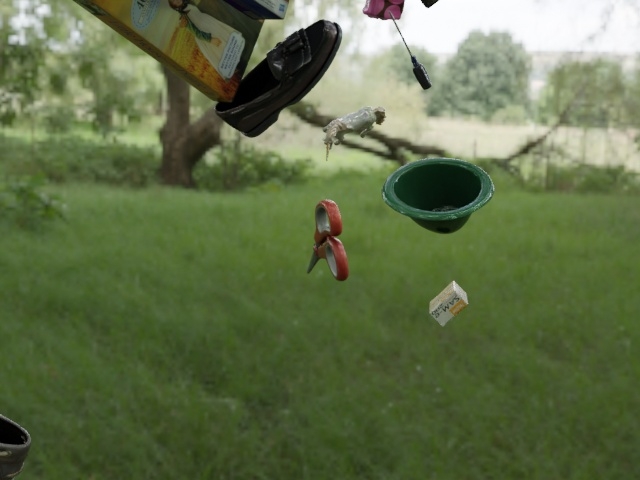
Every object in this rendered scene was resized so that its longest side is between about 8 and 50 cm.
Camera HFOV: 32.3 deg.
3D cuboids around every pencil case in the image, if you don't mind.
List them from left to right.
[{"bbox_3d":[0.144,-0.550,2.261,0.095,0.209,0.098,20,31,14],"label":"pencil case"}]

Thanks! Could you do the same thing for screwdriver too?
[{"bbox_3d":[0.172,-0.367,2.119,0.025,0.170,0.024,-29,14,-17],"label":"screwdriver"}]

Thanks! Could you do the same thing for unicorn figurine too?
[{"bbox_3d":[0.047,-0.201,1.978,0.162,0.060,0.111,-39,-3,-11],"label":"unicorn figurine"}]

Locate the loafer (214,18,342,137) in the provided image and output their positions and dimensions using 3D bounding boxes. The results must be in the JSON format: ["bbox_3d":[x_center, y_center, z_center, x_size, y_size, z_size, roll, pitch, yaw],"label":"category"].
[{"bbox_3d":[-0.082,-0.304,2.048,0.095,0.109,0.302,21,-47,-34],"label":"loafer"}]

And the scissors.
[{"bbox_3d":[0.000,0.000,1.542,0.021,0.109,0.297,-14,2,-9],"label":"scissors"}]

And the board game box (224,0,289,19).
[{"bbox_3d":[-0.163,-0.541,1.817,0.078,0.233,0.347,10,-8,40],"label":"board game box"}]

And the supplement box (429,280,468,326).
[{"bbox_3d":[0.226,0.111,1.955,0.036,0.062,0.098,46,9,-2],"label":"supplement box"}]

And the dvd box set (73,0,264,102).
[{"bbox_3d":[-0.246,-0.472,1.956,0.062,0.307,0.420,13,-13,37],"label":"dvd box set"}]

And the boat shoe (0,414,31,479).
[{"bbox_3d":[-0.566,0.233,1.549,0.355,0.130,0.132,34,17,-24],"label":"boat shoe"}]

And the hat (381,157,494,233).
[{"bbox_3d":[0.194,-0.018,1.791,0.173,0.183,0.208,22,42,31],"label":"hat"}]

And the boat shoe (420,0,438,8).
[{"bbox_3d":[0.302,-0.558,2.303,0.224,0.073,0.080,-26,4,10],"label":"boat shoe"}]
